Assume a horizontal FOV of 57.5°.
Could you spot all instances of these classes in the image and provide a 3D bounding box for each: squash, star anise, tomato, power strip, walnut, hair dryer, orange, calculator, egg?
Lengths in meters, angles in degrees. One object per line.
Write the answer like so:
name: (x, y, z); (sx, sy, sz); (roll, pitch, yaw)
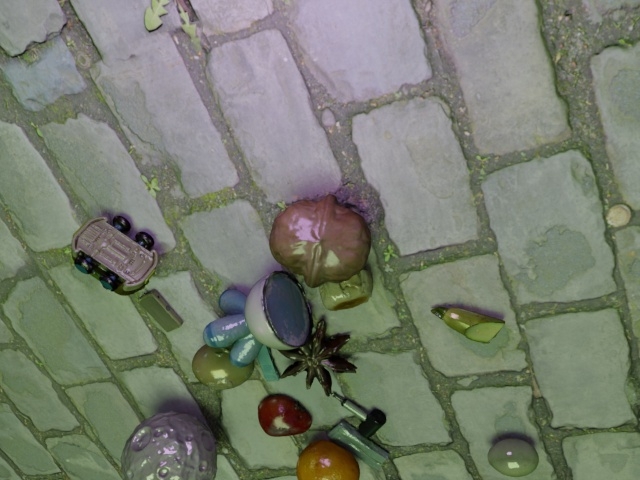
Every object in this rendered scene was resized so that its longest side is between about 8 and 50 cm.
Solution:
squash: (0.406, 0.231, 1.629); (0.200, 0.075, 0.090); (16, 149, 7)
star anise: (-0.021, 0.365, 1.816); (0.289, 0.088, 0.288); (4, 105, 14)
tomato: (-0.133, 0.627, 1.997); (0.173, 0.099, 0.189); (-36, 107, 28)
power strip: (-0.528, 0.228, 1.910); (0.076, 0.028, 0.168); (-25, 112, 27)
walnut: (0.002, 0.002, 1.493); (0.273, 0.273, 0.227); (41, 85, -10)
hair dryer: (0.114, 0.566, 1.930); (0.198, 0.057, 0.100); (37, 123, 2)
orange: (0.024, 0.789, 1.989); (0.219, 0.193, 0.219); (31, 144, 25)
calculator: (-0.179, 0.396, 1.920); (0.057, 0.018, 0.171); (-8, 117, 18)
egg: (-0.313, 0.401, 1.880); (0.202, 0.164, 0.164); (0, 120, 8)
egg: (0.599, 0.676, 1.816); (0.152, 0.114, 0.114); (-9, 117, 15)

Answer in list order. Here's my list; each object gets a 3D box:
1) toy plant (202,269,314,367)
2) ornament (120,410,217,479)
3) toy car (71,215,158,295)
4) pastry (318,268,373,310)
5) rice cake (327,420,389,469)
toy plant: (-0.213, 0.245, 1.724); (0.332, 0.247, 0.247); (-24, 111, 29)
ornament: (-0.536, 0.766, 2.046); (0.337, 0.337, 0.336); (7, 121, 11)
toy car: (-0.628, 0.063, 1.770); (0.248, 0.204, 0.198); (35, 146, -5)
pastry: (0.075, 0.137, 1.626); (0.166, 0.166, 0.088); (-26, 70, 27)
rice cake: (0.135, 0.706, 2.006); (0.226, 0.040, 0.085); (37, 122, -8)
